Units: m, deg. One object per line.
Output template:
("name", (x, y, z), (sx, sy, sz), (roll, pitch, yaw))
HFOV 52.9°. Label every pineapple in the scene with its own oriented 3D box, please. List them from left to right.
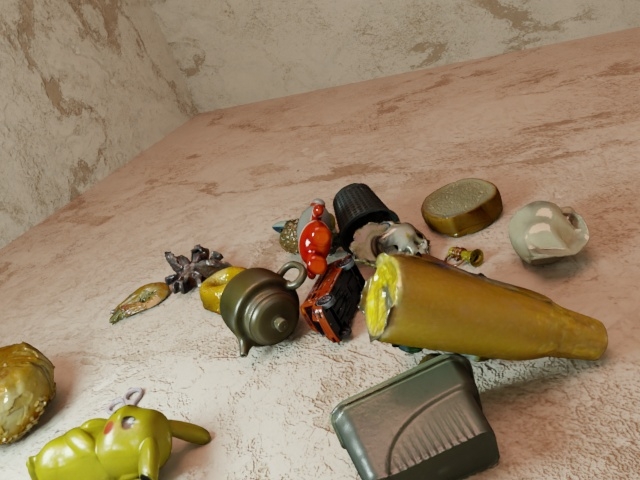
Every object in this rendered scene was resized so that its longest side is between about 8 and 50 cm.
("pineapple", (0.000, 0.000, 1.914), (0.251, 0.125, 0.125), (7, 37, 29))

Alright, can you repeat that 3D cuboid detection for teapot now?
("teapot", (-0.123, 0.165, 1.573), (0.267, 0.185, 0.175), (-53, 39, -6))

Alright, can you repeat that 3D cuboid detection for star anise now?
("star anise", (-0.405, 0.083, 2.047), (0.198, 0.110, 0.257), (-29, 33, -15))

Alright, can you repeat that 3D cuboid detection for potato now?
("potato", (0.220, 0.259, 1.302), (0.051, 0.040, 0.083), (-1, 31, 46))

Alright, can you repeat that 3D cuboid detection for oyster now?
("oyster", (0.183, 0.027, 1.677), (0.223, 0.083, 0.214), (18, 39, -3))

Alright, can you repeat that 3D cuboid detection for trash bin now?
("trash bin", (0.111, -0.071, 1.801), (0.175, 0.175, 0.161), (-24, 48, -3))

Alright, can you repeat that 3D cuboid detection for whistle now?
("whistle", (0.357, 0.045, 1.626), (0.046, 0.057, 0.109), (16, -4, -30))

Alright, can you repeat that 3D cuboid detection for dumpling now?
("dumpling", (0.524, -0.023, 1.502), (0.162, 0.132, 0.250), (-21, 26, 10))

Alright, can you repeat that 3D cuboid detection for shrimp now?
("shrimp", (-0.571, 0.195, 2.029), (0.217, 0.051, 0.115), (-33, 30, -27))

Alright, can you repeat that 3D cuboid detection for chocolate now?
("chocolate", (0.302, 0.136, 1.162), (0.446, 0.162, 0.162), (12, 23, -13))

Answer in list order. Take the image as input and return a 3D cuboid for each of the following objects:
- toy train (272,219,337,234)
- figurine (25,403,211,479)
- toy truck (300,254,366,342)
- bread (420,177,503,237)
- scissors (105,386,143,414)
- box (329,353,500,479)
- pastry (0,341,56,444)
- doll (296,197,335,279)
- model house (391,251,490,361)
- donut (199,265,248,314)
("toy train", (-0.066, -0.034, 2.074), (0.252, 0.055, 0.048), (-2, 42, 37))
("figurine", (-0.420, 0.437, 1.308), (0.327, 0.169, 0.218), (-24, 2, 10))
("toy truck", (0.031, 0.147, 1.587), (0.114, 0.107, 0.252), (-17, 22, 30))
("bread", (0.396, -0.094, 1.810), (0.236, 0.070, 0.236), (-19, 25, 9))
("scissors", (-0.462, 0.419, 1.557), (0.100, 0.015, 0.189), (-31, 29, -15))
("box", (0.173, 0.333, 1.112), (0.274, 0.138, 0.178), (-24, 35, -4))
("pastry", (-0.822, 0.407, 1.660), (0.285, 0.184, 0.316), (-23, 24, -18))
("doll", (-0.010, -0.012, 1.727), (0.106, 0.199, 0.336), (5, 14, -4))
("model house", (0.308, 0.153, 1.333), (0.291, 0.184, 0.253), (14, 8, 4))
("donut", (-0.270, 0.136, 1.877), (0.174, 0.074, 0.190), (-34, 28, -22))
